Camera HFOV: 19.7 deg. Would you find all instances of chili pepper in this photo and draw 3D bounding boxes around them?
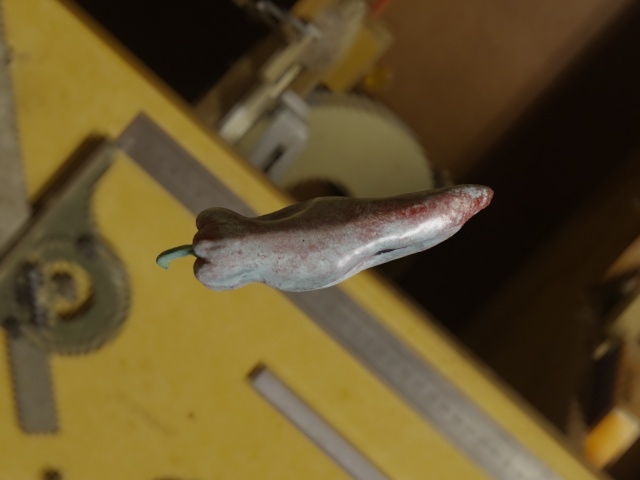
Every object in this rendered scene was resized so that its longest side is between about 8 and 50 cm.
[{"bbox_3d":[0.000,0.001,0.801,0.153,0.041,0.050,-6,-164,8],"label":"chili pepper"}]
